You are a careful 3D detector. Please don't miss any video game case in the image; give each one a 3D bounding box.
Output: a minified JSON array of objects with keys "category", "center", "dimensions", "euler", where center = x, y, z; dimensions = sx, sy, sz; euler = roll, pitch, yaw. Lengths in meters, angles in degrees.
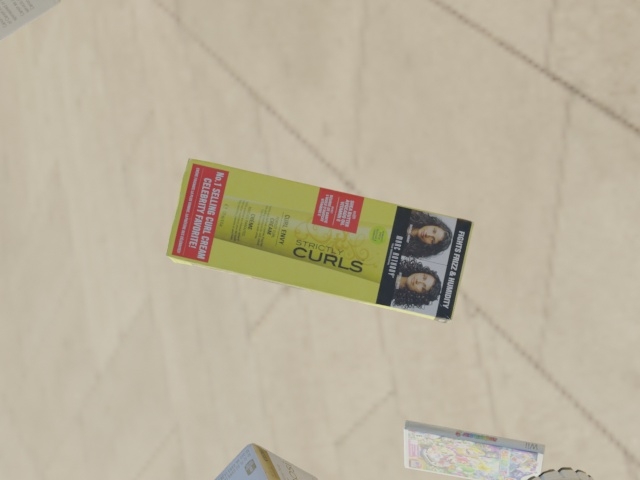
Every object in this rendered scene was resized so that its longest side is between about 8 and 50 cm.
[{"category":"video game case","center":[0.134,0.189,1.563],"dimensions":[0.087,0.122,0.011],"euler":[84,-163,-60]}]

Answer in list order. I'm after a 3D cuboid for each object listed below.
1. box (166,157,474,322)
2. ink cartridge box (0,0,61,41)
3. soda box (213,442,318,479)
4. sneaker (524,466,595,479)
[{"category":"box","center":[0.000,0.000,1.423],"dimensions":[0.058,0.232,0.087],"euler":[68,-144,-85]},{"category":"ink cartridge box","center":[-0.405,-0.215,1.482],"dimensions":[0.131,0.306,0.226],"euler":[58,178,32]},{"category":"soda box","center":[-0.082,0.238,1.173],"dimensions":[0.216,0.069,0.074],"euler":[-47,37,12]},{"category":"sneaker","center":[0.194,0.222,1.239],"dimensions":[0.081,0.208,0.094],"euler":[-54,44,22]}]
